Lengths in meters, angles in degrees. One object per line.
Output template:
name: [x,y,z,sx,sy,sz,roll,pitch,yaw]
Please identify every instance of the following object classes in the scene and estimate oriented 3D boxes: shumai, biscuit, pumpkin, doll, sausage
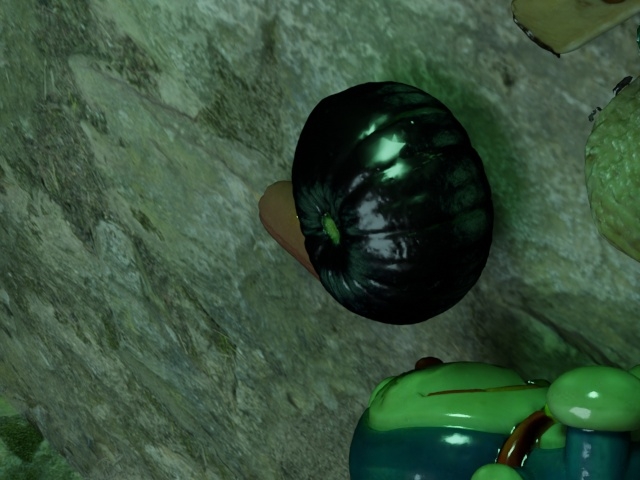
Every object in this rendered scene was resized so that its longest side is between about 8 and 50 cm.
shumai: [0.238,-0.038,0.657,0.116,0.145,0.145,20,166,-29]
biscuit: [0.186,-0.164,0.637,0.056,0.052,0.188,45,154,-10]
pumpkin: [0.059,-0.030,0.885,0.202,0.140,0.202,48,149,41]
doll: [0.147,0.185,0.884,0.322,0.199,0.186,-11,79,55]
sausage: [0.000,0.000,1.081,0.154,0.062,0.062,42,150,23]

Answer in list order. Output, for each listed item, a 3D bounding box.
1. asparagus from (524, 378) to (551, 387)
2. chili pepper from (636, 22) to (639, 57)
asparagus: [0.222,0.162,0.972,0.108,0.021,0.025,45,148,17]
chili pepper: [0.267,-0.117,0.532,0.224,0.098,0.061,-1,92,47]
